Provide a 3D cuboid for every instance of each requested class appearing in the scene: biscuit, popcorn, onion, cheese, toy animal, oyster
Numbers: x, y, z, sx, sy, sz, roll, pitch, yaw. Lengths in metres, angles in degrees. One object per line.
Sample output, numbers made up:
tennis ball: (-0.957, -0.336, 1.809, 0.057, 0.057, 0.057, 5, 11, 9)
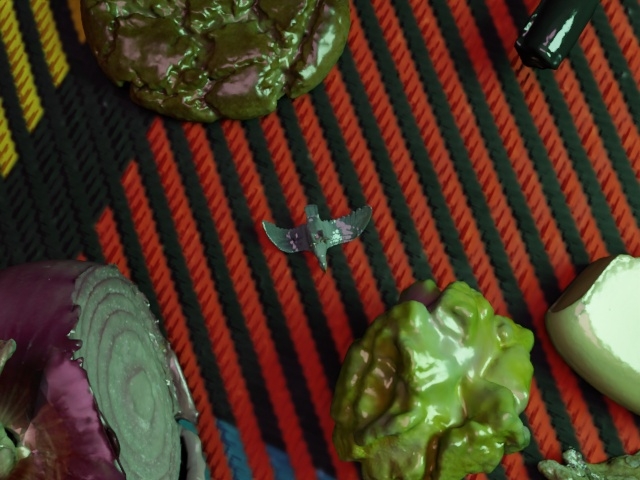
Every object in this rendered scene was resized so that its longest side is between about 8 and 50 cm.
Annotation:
biscuit: (-0.085, -0.197, 0.601, 0.226, 0.042, 0.226, 0, 81, -1)
popcorn: (0.074, 0.100, 0.506, 0.126, 0.125, 0.145, 26, 57, -3)
onion: (-0.183, 0.126, 0.487, 0.200, 0.200, 0.207, -32, 113, -5)
cheese: (0.288, 0.104, 0.541, 0.255, 0.050, 0.127, 43, 82, 6)
toy animal: (0.000, 0.000, 0.571, 0.084, 0.028, 0.050, -7, 72, 0)
oyster: (0.209, 0.168, 0.535, 0.083, 0.038, 0.080, -39, 80, -4)

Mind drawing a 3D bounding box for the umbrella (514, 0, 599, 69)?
umbrella: (0.250, -0.274, 0.578, 0.118, 0.118, 0.340, 33, 82, 6)
